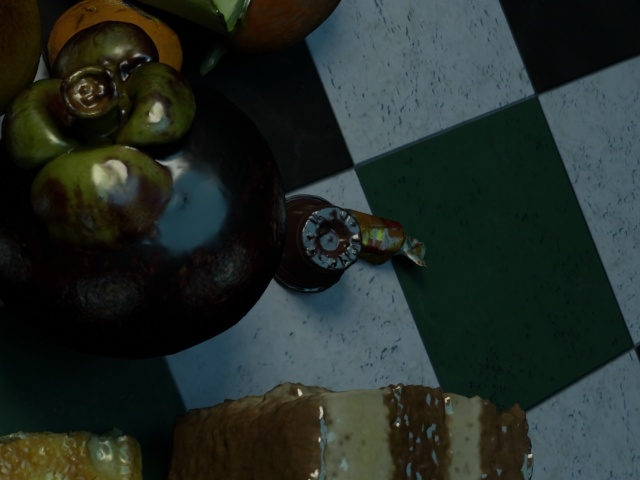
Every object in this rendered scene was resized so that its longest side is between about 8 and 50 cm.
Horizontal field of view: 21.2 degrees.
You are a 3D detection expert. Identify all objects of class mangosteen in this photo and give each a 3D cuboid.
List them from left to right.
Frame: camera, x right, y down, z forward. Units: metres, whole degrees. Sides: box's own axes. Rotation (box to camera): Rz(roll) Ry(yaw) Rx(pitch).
[{"bbox_3d":[-0.182,-0.046,1.595,0.297,0.297,0.313,-26,105,-42],"label":"mangosteen"}]

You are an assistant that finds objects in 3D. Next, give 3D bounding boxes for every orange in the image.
[{"bbox_3d":[-0.211,-0.185,1.726,0.135,0.117,0.135,36,12,-9],"label":"orange"}]

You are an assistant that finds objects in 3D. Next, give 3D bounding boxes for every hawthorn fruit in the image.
[{"bbox_3d":[-0.075,-0.288,1.846,0.199,0.199,0.251,36,73,-27],"label":"hawthorn fruit"}]

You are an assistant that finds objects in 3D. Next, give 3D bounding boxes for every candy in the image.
[{"bbox_3d":[0.059,-0.005,1.951,0.182,0.046,0.053,20,63,-33],"label":"candy"}]

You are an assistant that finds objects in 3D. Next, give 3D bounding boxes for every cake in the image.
[{"bbox_3d":[0.028,0.272,1.645,0.290,0.256,0.282,15,67,-40],"label":"cake"}]

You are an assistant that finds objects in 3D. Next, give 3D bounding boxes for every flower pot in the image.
[{"bbox_3d":[0.000,0.000,1.849,0.111,0.089,0.111,2,84,-21],"label":"flower pot"}]

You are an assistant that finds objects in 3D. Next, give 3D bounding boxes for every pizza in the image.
[{"bbox_3d":[-0.292,0.240,1.566,0.288,0.075,0.280,38,51,-23],"label":"pizza"}]

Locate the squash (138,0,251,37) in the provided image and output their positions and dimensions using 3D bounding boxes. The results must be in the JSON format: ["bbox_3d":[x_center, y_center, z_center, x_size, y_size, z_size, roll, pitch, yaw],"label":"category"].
[{"bbox_3d":[-0.201,-0.314,1.718,0.287,0.137,0.137,21,57,6],"label":"squash"}]

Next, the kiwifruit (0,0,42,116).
[{"bbox_3d":[-0.372,-0.192,1.545,0.234,0.196,0.196,-5,80,-38],"label":"kiwifruit"}]
